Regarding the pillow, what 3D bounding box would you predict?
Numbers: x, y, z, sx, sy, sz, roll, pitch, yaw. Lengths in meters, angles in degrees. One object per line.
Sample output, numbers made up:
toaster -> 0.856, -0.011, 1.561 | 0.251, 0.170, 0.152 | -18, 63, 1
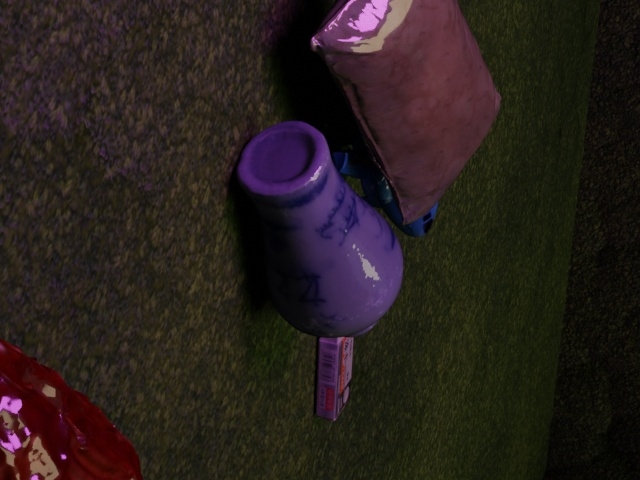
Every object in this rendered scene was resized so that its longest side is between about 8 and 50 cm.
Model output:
pillow -> 0.093, -0.159, 1.512 | 0.185, 0.075, 0.302 | -53, 143, -18

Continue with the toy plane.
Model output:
toy plane -> 0.068, -0.115, 1.645 | 0.254, 0.105, 0.271 | -59, 149, -46

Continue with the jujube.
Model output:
jujube -> -0.195, 0.143, 0.921 | 0.230, 0.155, 0.155 | 58, 45, -54

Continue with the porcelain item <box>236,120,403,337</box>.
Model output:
porcelain item -> 0.000, 0.000, 1.478 | 0.259, 0.141, 0.141 | 64, 40, -51

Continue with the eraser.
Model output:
eraser -> 0.016, 0.145, 1.781 | 0.052, 0.029, 0.122 | -50, 148, -58
